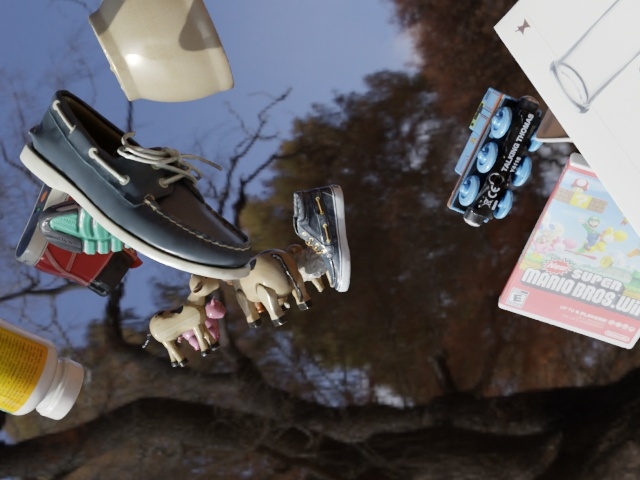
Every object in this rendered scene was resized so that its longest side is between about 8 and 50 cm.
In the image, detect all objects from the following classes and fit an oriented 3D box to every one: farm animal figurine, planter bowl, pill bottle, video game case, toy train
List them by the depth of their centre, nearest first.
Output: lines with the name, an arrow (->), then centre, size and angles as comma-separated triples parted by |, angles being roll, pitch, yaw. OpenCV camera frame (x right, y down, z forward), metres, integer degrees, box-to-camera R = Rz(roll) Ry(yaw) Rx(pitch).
planter bowl -> -0.174, -0.212, 1.024 | 0.162, 0.109, 0.162 | 62, 172, 15
toy train -> 0.231, -0.110, 1.301 | 0.184, 0.080, 0.105 | -66, 19, 14
video game case -> 0.383, 0.023, 1.328 | 0.025, 0.204, 0.285 | -70, -3, -46
pill bottle -> -0.446, 0.176, 1.379 | 0.208, 0.117, 0.118 | 30, -126, -30
farm animal figurine -> -0.159, 0.090, 1.917 | 0.330, 0.326, 0.172 | -34, -78, -49

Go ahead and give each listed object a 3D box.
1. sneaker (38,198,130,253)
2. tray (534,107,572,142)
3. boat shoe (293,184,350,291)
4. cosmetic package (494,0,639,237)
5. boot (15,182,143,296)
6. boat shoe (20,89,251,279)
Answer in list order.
sneaker -> -0.267, -0.043, 1.313 | 0.098, 0.223, 0.083 | -117, 34, -41
tray -> 0.386, -0.207, 1.255 | 0.270, 0.145, 0.030 | -58, -46, -34
boat shoe -> 0.000, 0.000, 1.664 | 0.065, 0.083, 0.183 | -162, 66, -76
cosmetic package -> 0.333, -0.113, 0.701 | 0.097, 0.284, 0.377 | -7, -121, -42
boot -> -0.328, -0.048, 1.472 | 0.176, 0.088, 0.244 | 27, -105, -28
boat shoe -> -0.151, -0.050, 0.834 | 0.095, 0.254, 0.079 | 7, -69, -56
